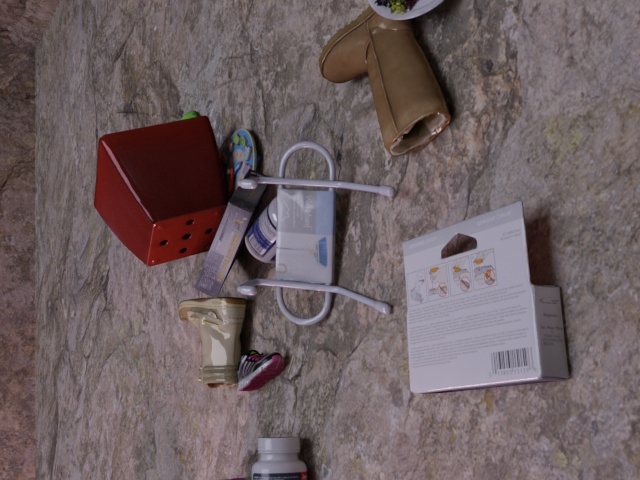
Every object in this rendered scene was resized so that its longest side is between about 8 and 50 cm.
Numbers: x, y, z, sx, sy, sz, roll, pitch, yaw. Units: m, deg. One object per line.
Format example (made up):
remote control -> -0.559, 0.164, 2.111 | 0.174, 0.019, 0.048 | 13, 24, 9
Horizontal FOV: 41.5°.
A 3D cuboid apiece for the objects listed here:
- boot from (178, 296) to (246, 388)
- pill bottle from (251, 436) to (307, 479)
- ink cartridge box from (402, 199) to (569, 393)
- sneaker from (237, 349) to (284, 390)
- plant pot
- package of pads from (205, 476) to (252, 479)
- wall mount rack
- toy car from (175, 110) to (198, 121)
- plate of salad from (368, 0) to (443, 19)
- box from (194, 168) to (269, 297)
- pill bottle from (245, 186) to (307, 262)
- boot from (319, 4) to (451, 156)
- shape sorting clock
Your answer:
boot -> -0.252, 0.235, 1.931 | 0.262, 0.095, 0.203 | -10, 77, 53
pill bottle -> -0.077, 0.463, 1.594 | 0.108, 0.108, 0.180 | -19, 69, 55
ink cartridge box -> 0.225, 0.093, 1.223 | 0.275, 0.060, 0.238 | -22, 65, 55
sneaker -> -0.132, 0.257, 1.758 | 0.170, 0.063, 0.074 | -45, 54, 51
plant pot -> -0.356, -0.097, 1.981 | 0.235, 0.268, 0.267 | 59, 149, 25
package of pads -> -0.192, 0.591, 1.641 | 0.296, 0.229, 0.101 | 46, 123, 50
wall mount rack -> 0.000, 0.000, 1.523 | 0.304, 0.130, 0.349 | 4, 100, 20
toy car -> -0.386, -0.253, 2.259 | 0.225, 0.053, 0.239 | -61, 39, 33
plate of salad -> 0.155, -0.457, 1.391 | 0.200, 0.048, 0.199 | -14, 66, 32
box -> -0.188, -0.017, 1.820 | 0.183, 0.056, 0.231 | -73, 7, -62
pill bottle -> -0.074, -0.034, 1.688 | 0.169, 0.094, 0.094 | -45, 49, 45
boot -> 0.099, -0.261, 1.458 | 0.236, 0.089, 0.269 | -42, 52, 45
shape sorting clock -> -0.197, -0.157, 1.956 | 0.206, 0.040, 0.206 | -15, 72, 56
